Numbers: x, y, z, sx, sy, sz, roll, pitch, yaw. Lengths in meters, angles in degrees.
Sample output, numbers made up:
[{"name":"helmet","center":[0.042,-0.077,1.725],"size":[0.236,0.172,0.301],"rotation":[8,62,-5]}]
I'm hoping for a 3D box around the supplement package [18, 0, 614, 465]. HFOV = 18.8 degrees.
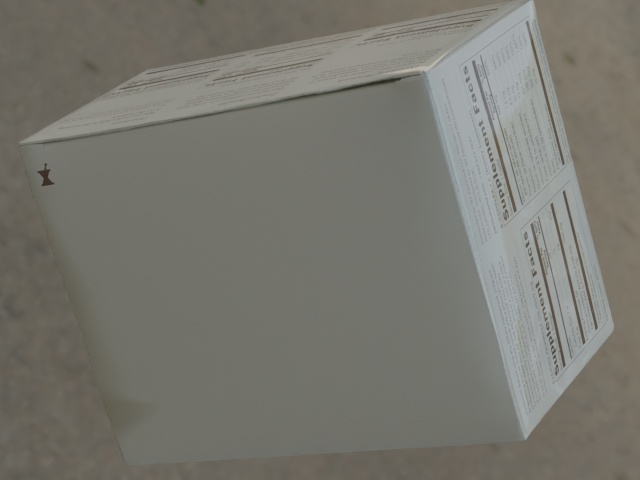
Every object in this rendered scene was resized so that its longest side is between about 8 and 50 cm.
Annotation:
[{"name":"supplement package","center":[0.000,0.000,1.081],"size":[0.145,0.261,0.204],"rotation":[-38,116,-54]}]
